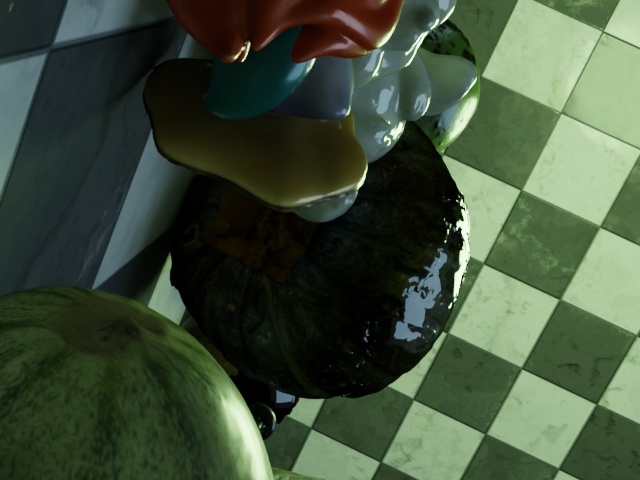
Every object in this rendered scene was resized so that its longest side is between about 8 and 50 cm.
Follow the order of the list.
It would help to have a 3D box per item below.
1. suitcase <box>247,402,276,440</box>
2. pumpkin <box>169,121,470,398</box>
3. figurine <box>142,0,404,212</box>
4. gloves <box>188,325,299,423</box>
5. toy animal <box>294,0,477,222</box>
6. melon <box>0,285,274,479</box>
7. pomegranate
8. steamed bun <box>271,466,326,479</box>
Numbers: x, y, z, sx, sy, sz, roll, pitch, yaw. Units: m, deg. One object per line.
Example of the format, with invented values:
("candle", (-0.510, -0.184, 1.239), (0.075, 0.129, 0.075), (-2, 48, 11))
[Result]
("suitcase", (-0.209, 0.340, 1.194), (0.345, 0.188, 0.339), (-57, 171, -81))
("pumpkin", (0.000, 0.000, 1.050), (0.192, 0.320, 0.320), (43, 69, -52))
("figurine", (-0.015, -0.154, 0.633), (0.208, 0.181, 0.257), (-10, 140, -28))
("gloves", (-0.119, 0.177, 1.540), (0.203, 0.155, 0.356), (-30, -172, -6))
("toy animal", (0.006, -0.180, 0.861), (0.272, 0.206, 0.265), (-43, 157, -18))
("melon", (-0.143, 0.182, 0.523), (0.248, 0.248, 0.329), (-57, 165, -68))
("pomegranate", (0.099, -0.231, 1.491), (0.254, 0.254, 0.270), (108, -32, -68))
("steamed bun", (-0.022, 0.437, 1.252), (0.290, 0.272, 0.273), (-57, 179, 6))
